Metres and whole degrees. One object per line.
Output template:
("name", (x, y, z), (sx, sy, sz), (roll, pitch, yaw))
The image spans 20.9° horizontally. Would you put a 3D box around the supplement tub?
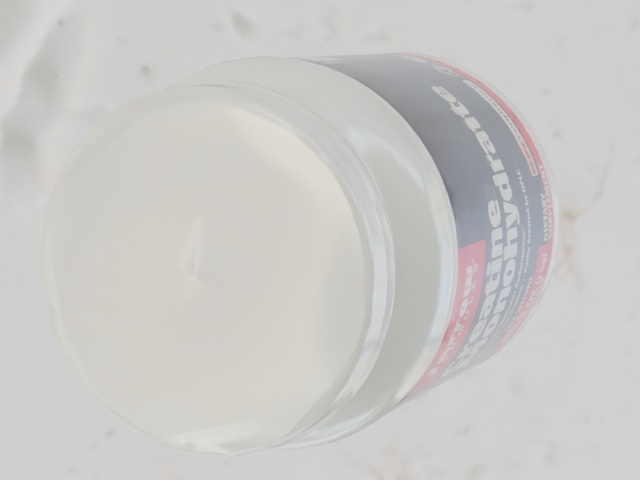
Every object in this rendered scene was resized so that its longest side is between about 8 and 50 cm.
("supplement tub", (0.000, 0.000, 0.891), (0.272, 0.191, 0.191), (-16, 134, -65))
